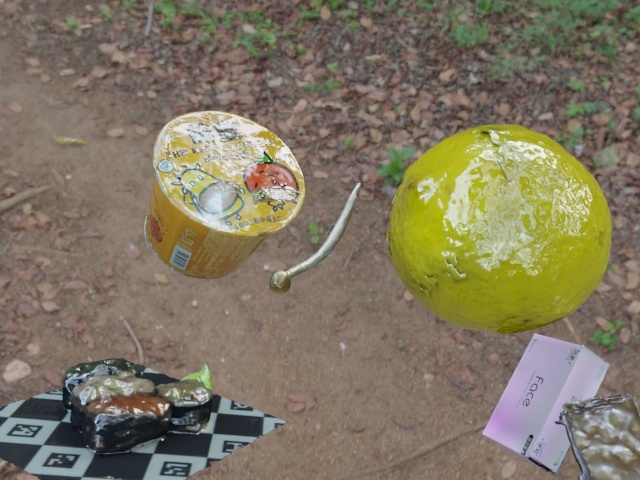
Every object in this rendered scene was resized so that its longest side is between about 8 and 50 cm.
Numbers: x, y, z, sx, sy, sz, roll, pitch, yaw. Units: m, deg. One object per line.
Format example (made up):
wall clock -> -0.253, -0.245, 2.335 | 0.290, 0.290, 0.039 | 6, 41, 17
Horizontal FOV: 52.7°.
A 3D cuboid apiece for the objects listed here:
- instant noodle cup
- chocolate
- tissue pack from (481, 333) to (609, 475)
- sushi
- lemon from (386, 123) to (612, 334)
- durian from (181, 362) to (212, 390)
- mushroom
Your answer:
instant noodle cup -> -0.152, -0.054, 0.933 | 0.216, 0.172, 0.215 | 15, 52, -19
chocolate -> 0.366, 0.328, 0.716 | 0.065, 0.102, 0.329 | -15, 83, -46
tissue pack -> 0.452, 0.325, 1.310 | 0.093, 0.148, 0.246 | 34, 79, -20
sushi -> -0.181, 0.152, 0.612 | 0.220, 0.047, 0.231 | 12, 10, 30
lemon -> 0.299, -0.010, 1.071 | 0.387, 0.350, 0.349 | 29, 43, -25
durian -> -0.270, 0.346, 1.227 | 0.101, 0.250, 0.139 | -1, 53, -47
mushroom -> 0.002, 0.002, 1.196 | 0.043, 0.068, 0.306 | 33, 51, 12
